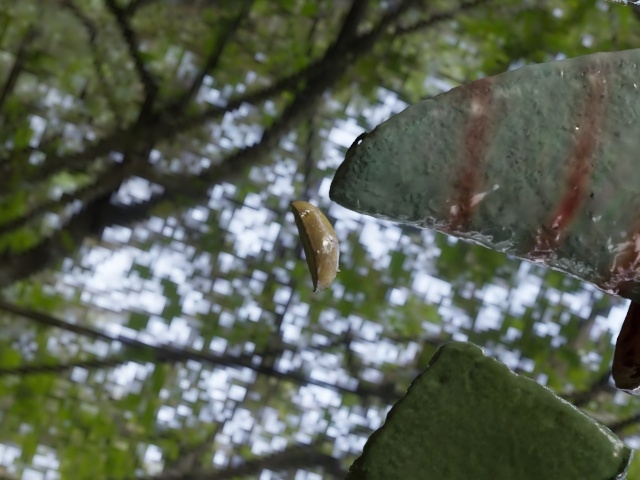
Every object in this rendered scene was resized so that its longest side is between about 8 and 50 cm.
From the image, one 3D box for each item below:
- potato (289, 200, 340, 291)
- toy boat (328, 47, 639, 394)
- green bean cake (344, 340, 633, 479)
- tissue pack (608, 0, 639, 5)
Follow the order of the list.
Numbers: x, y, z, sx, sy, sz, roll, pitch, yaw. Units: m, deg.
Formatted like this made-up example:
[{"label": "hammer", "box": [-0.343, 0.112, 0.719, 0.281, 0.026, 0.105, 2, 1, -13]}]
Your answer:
[{"label": "potato", "box": [0.001, 0.000, 1.747, 0.036, 0.037, 0.093, 139, -64, -75]}, {"label": "toy boat", "box": [0.147, -0.028, 0.997, 0.096, 0.282, 0.206, -129, -123, -74]}, {"label": "green bean cake", "box": [0.155, 0.235, 1.662, 0.222, 0.227, 0.125, -50, 157, -19]}, {"label": "tissue pack", "box": [0.181, -0.211, 1.154, 0.148, 0.099, 0.106, -23, 128, -75]}]
